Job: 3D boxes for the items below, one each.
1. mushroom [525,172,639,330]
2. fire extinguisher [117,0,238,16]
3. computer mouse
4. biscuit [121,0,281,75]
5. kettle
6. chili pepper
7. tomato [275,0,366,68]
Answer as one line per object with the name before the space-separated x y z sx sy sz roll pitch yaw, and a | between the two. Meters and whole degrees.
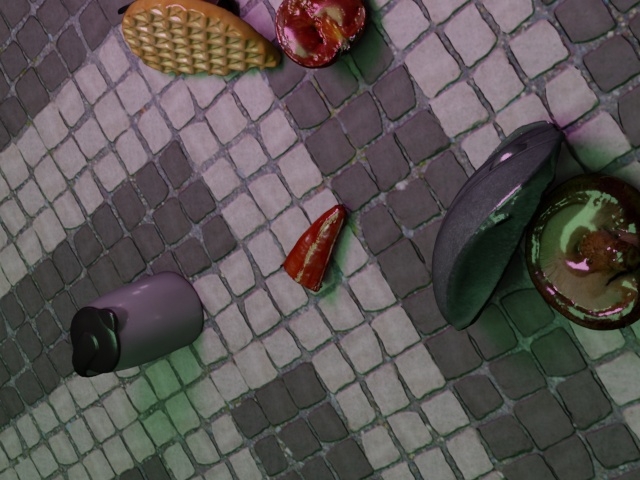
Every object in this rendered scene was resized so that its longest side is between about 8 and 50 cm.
mushroom | 0.410 0.016 1.567 0.194 0.138 0.231 -11 85 50
fire extinguisher | -0.267 -0.418 1.934 0.231 0.099 0.071 14 137 30
computer mouse | 0.250 -0.027 1.618 0.114 0.203 0.374 24 123 2
biscuit | -0.239 -0.361 1.885 0.309 0.204 0.040 5 65 33
kettle | -0.381 0.185 2.095 0.161 0.236 0.221 50 125 13
chili pepper | 0.002 0.003 1.888 0.088 0.065 0.169 39 118 19
tomato | 0.006 -0.359 1.766 0.139 0.091 0.159 42 96 7
